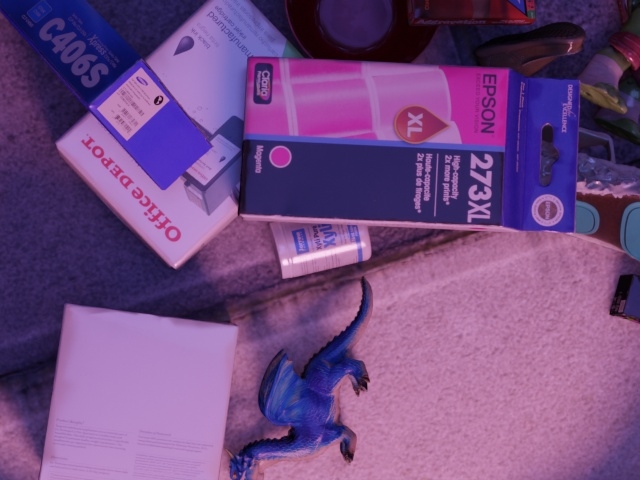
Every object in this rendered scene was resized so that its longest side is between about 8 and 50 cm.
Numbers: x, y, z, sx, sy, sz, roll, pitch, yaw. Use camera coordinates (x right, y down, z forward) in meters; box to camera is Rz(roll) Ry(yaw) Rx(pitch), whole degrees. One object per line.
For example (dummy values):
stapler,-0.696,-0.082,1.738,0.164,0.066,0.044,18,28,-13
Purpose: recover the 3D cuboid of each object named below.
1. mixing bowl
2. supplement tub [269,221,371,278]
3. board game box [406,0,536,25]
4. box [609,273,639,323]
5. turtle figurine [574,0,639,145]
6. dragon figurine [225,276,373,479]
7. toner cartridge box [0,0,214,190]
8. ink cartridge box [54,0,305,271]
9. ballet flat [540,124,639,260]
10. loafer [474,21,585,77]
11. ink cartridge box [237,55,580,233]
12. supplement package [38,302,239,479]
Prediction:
mixing bowl,0.045,-0.270,1.913,0.182,0.098,0.181,0,89,-6
supplement tub,0.000,0.000,1.914,0.107,0.071,0.071,-14,89,-6
board game box,0.159,-0.380,1.879,0.145,0.027,0.281,-2,78,-12
box,0.392,0.075,1.950,0.083,0.062,0.052,16,86,-5
turtle figurine,0.430,-0.236,1.897,0.275,0.198,0.266,34,85,1
dragon figurine,-0.023,0.173,1.899,0.144,0.085,0.289,12,88,-5
toner cartridge box,-0.260,-0.209,1.760,0.075,0.165,0.348,-41,52,-4
ink cartridge box,-0.135,-0.125,1.884,0.273,0.115,0.198,-44,92,-5
ballet flat,0.340,-0.060,1.891,0.409,0.147,0.147,15,87,9
loafer,0.248,-0.217,1.924,0.056,0.148,0.050,-37,113,-38
ink cartridge box,0.099,-0.102,1.802,0.371,0.069,0.175,3,87,-2
supplement package,-0.201,0.181,1.851,0.194,0.149,0.203,8,87,-5
